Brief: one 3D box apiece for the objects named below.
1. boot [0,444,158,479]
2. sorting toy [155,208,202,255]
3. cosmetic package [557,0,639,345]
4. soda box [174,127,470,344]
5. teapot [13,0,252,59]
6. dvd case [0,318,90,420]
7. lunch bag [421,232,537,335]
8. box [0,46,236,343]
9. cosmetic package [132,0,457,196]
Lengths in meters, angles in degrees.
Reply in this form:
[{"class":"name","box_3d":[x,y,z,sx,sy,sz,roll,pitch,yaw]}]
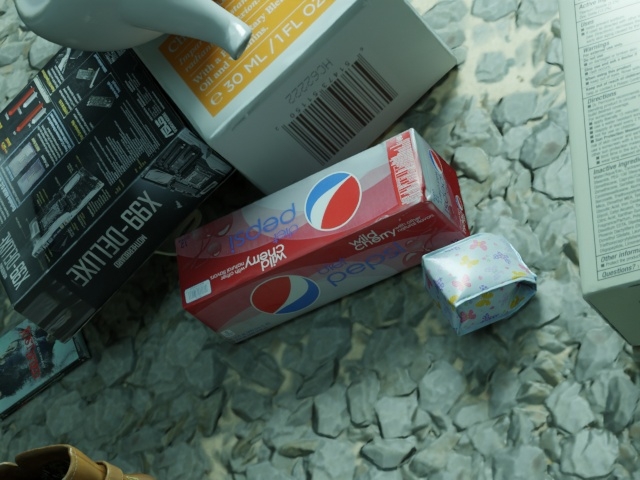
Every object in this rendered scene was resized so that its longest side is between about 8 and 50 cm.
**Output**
[{"class":"boot","box_3d":[-0.254,0.289,1.650,0.283,0.220,0.109,-29,52,17]},{"class":"sorting toy","box_3d":[-0.158,-0.016,1.882,0.075,0.045,0.083,21,74,30]},{"class":"cosmetic package","box_3d":[0.297,-0.085,1.569,0.160,0.113,0.310,-15,57,26]},{"class":"soda box","box_3d":[0.000,0.000,1.730,0.263,0.092,0.083,-24,53,21]},{"class":"teapot","box_3d":[-0.166,-0.286,1.738,0.252,0.187,0.256,-7,75,61]},{"class":"dvd case","box_3d":[-0.293,0.118,1.911,0.119,0.013,0.087,-34,51,12]},{"class":"lunch bag","box_3d":[0.140,0.036,1.643,0.083,0.053,0.071,-24,48,-12]},{"class":"box","box_3d":[-0.239,-0.073,1.896,0.242,0.076,0.307,-46,36,6]},{"class":"cosmetic package","box_3d":[-0.090,-0.260,1.894,0.230,0.161,0.453,-44,48,5]}]
